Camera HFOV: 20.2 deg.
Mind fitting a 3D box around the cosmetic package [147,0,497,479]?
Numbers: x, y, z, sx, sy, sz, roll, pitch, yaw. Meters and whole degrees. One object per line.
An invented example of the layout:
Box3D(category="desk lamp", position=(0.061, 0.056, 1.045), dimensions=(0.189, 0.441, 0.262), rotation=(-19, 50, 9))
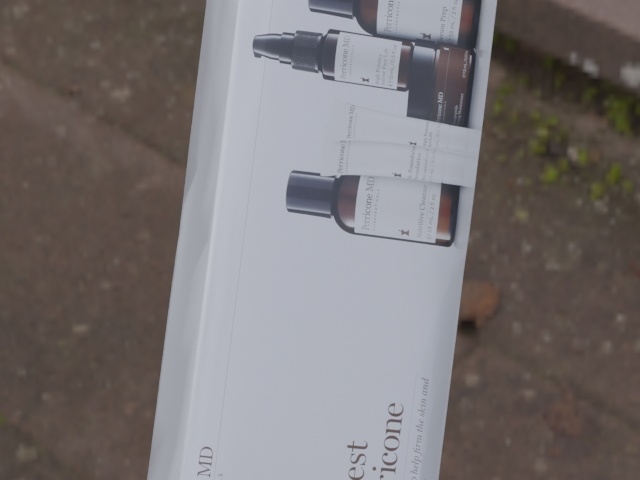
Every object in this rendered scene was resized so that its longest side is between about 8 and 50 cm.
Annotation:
Box3D(category="cosmetic package", position=(0.000, 0.000, 0.650), dimensions=(0.099, 0.239, 0.060), rotation=(7, -1, -14))
